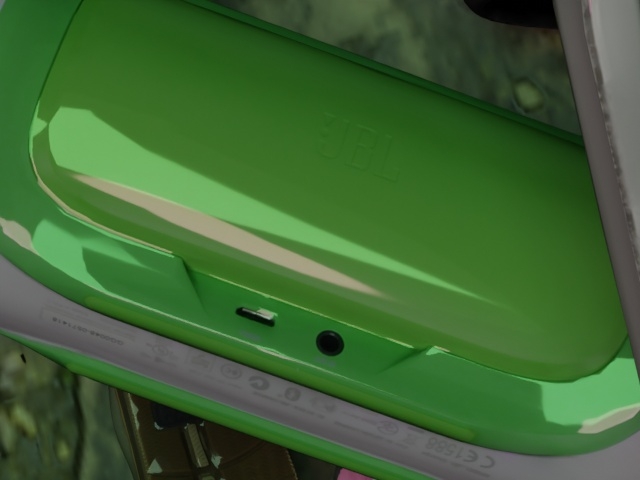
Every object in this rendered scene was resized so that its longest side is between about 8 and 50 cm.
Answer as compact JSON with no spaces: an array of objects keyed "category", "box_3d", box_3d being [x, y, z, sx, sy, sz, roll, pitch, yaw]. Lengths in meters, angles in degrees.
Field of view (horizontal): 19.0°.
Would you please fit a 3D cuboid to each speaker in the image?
[{"category":"speaker","box_3d":[0.000,0.000,0.629,0.297,0.131,0.131,20,87,-3]}]

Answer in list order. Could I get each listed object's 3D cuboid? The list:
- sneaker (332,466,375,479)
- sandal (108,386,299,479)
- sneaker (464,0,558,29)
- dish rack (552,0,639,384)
[{"category":"sneaker","box_3d":[0.027,0.153,0.664,0.077,0.072,0.178,14,89,6]},{"category":"sandal","box_3d":[-0.045,0.051,0.695,0.072,0.049,0.180,-5,73,-16]},{"category":"sneaker","box_3d":[0.172,-0.142,0.659,0.296,0.104,0.146,-6,84,15]},{"category":"dish rack","box_3d":[0.200,-0.009,0.555,0.286,0.072,0.332,-25,115,-18]}]
